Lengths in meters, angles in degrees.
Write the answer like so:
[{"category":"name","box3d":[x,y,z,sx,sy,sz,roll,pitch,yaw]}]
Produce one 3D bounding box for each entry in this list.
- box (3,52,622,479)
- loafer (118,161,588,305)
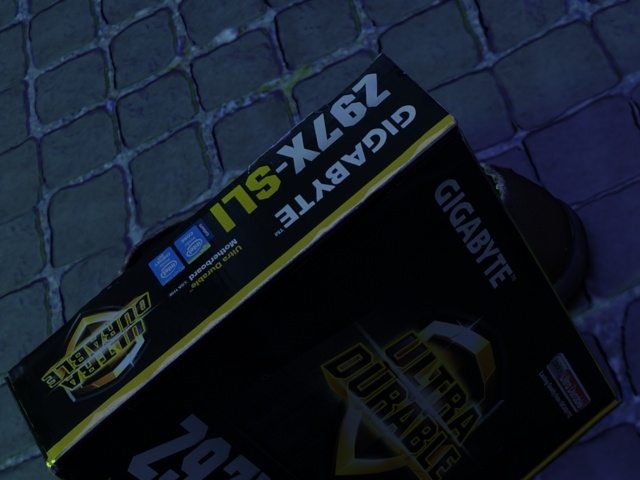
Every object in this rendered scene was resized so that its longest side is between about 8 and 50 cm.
[{"category":"box","box3d":[0.018,0.086,0.736,0.257,0.322,0.079,-39,49,0]},{"category":"loafer","box3d":[0.000,0.000,0.925,0.366,0.130,0.134,-12,55,21]}]
